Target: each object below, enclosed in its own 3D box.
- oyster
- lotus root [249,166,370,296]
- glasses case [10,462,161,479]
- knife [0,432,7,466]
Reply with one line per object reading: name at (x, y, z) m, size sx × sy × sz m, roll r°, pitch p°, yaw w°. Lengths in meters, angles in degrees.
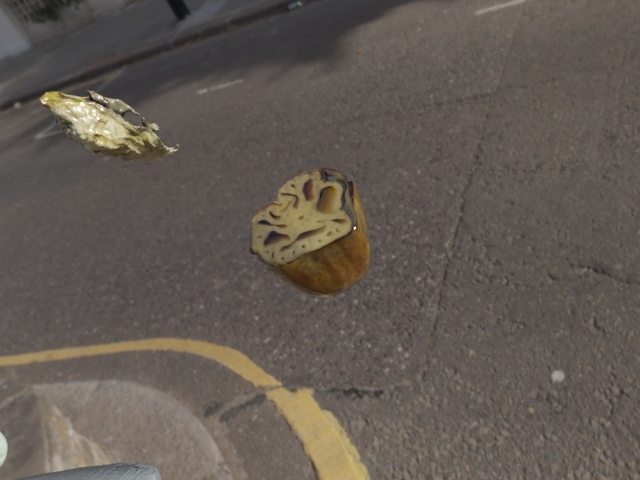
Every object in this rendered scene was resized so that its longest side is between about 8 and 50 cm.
oyster at (-0.267, -0.135, 0.818) m, size 0.209 × 0.133 × 0.071 m, roll 131°, pitch 161°, yaw -84°
lotus root at (-0.001, 0.000, 1.074) m, size 0.188 × 0.180 × 0.199 m, roll -20°, pitch 48°, yaw 14°
glasses case at (-0.329, 0.321, 0.758) m, size 0.283 × 0.067 × 0.109 m, roll -14°, pitch 1°, yaw 11°
knife at (-0.393, 0.162, 0.556) m, size 0.064 × 0.222 × 0.031 m, roll -65°, pitch 18°, yaw 2°
